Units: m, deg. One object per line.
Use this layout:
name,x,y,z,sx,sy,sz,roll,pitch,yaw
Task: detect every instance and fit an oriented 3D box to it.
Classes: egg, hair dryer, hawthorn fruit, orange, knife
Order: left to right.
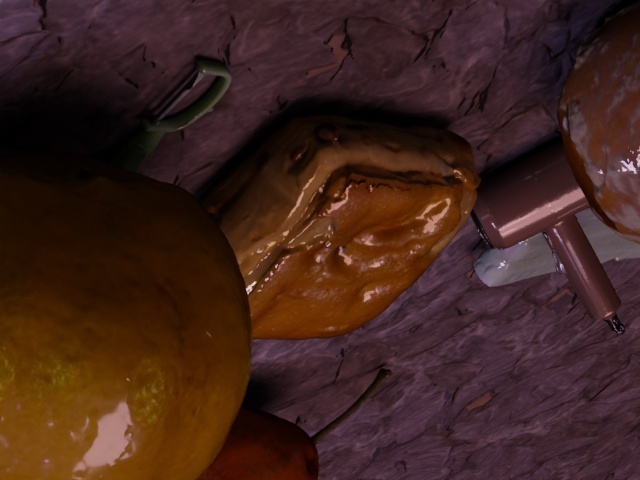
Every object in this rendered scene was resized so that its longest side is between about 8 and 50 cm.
orange,-0.179,0.059,1.309,0.279,0.279,0.235,2,114,-45
knife,-0.131,-0.060,1.405,0.212,0.015,0.054,-43,157,31
hawthorn fruit,-0.040,0.207,1.881,0.285,0.165,0.165,-25,160,-42
hair dryer,0.214,0.010,1.690,0.117,0.181,0.064,-28,-164,7
egg,0.281,-0.098,1.508,0.195,0.195,0.233,-18,158,-15

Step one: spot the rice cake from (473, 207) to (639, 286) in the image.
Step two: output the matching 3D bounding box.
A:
rice cake,0.261,-0.014,1.815,0.237,0.043,0.127,-7,148,-33

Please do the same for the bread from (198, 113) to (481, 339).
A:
bread,0.000,0.000,1.539,0.210,0.099,0.235,4,141,-47
